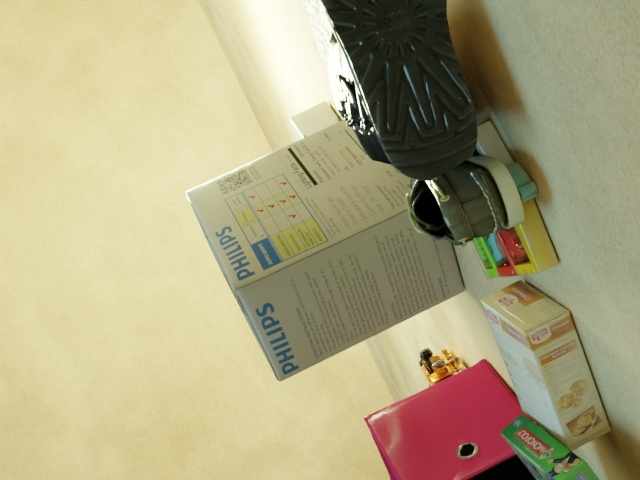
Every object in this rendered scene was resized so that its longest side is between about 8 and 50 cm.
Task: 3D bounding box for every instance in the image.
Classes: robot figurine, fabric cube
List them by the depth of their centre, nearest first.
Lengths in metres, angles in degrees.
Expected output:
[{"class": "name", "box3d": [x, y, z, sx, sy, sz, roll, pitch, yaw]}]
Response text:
[{"class": "fabric cube", "box3d": [0.262, 0.410, 1.811, 0.258, 0.254, 0.259, -123, 9, -60]}, {"class": "robot figurine", "box3d": [0.284, 0.341, 2.114, 0.211, 0.085, 0.291, 55, 169, 54]}]

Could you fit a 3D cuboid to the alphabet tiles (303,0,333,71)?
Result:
[{"class": "alphabet tiles", "box3d": [0.013, -0.363, 1.908, 0.198, 0.009, 0.237, 63, 173, 13]}]

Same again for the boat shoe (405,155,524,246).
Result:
[{"class": "boat shoe", "box3d": [0.155, -0.053, 1.298, 0.305, 0.091, 0.109, -151, 38, -78]}]

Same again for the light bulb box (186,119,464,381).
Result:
[{"class": "light bulb box", "box3d": [0.000, 0.000, 1.838, 0.358, 0.361, 0.225, -124, 11, -54]}]

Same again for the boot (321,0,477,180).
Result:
[{"class": "boot", "box3d": [0.074, -0.268, 1.310, 0.445, 0.146, 0.366, -90, -11, -81]}]

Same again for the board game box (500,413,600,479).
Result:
[{"class": "board game box", "box3d": [0.378, 0.386, 1.380, 0.317, 0.046, 0.213, 52, 177, -10]}]

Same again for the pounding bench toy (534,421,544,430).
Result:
[{"class": "pounding bench toy", "box3d": [0.344, 0.314, 1.596, 0.083, 0.065, 0.052, -130, 16, -65]}]

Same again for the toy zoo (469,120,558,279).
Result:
[{"class": "toy zoo", "box3d": [0.222, -0.045, 1.342, 0.293, 0.030, 0.192, 148, 97, -84]}]

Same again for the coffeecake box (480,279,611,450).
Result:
[{"class": "coffeecake box", "box3d": [0.296, 0.163, 1.382, 0.185, 0.068, 0.142, 66, 172, -19]}]

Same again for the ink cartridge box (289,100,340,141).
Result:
[{"class": "ink cartridge box", "box3d": [0.025, -0.163, 2.219, 0.154, 0.093, 0.212, 58, 173, 42]}]
